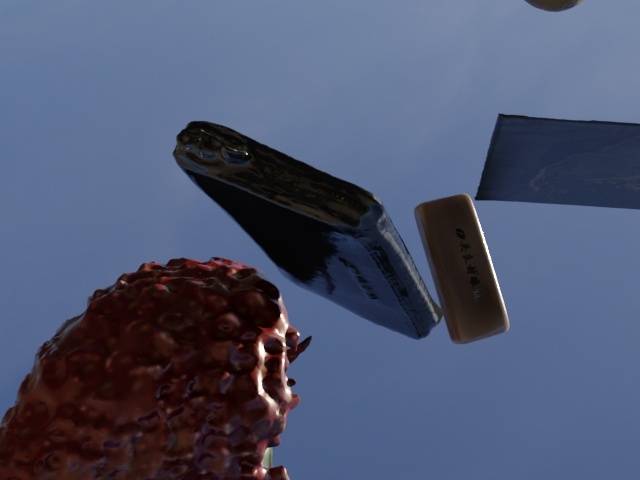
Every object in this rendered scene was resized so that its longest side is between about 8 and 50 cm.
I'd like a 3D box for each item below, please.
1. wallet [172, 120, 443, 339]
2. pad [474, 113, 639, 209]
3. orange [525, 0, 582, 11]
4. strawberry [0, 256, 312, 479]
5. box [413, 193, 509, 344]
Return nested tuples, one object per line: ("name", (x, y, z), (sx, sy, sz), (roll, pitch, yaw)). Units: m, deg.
("wallet", (0.000, 0.000, 0.890), (0.149, 0.250, 0.044), (24, -103, 22))
("pad", (0.282, -0.035, 0.787), (0.368, 0.007, 0.247), (3, 172, 4))
("orange", (0.205, -0.246, 1.155), (0.085, 0.085, 0.095), (-1, -179, 32))
("strawberry", (-0.140, 0.142, 1.027), (0.258, 0.261, 0.261), (4, -149, -10))
("box", (0.110, 0.022, 1.017), (0.048, 0.115, 0.025), (-12, 173, -28))
